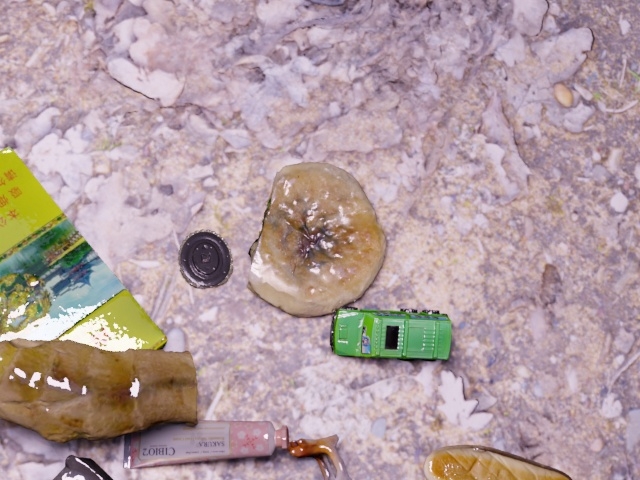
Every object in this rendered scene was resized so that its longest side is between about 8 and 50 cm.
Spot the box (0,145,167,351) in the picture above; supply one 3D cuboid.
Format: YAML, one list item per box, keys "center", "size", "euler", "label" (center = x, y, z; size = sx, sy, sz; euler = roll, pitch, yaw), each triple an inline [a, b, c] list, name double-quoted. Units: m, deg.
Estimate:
- center: [-0.372, 0.059, 1.387]
  size: [0.187, 0.047, 0.335]
  euler: [-38, 84, -21]
  label: "box"

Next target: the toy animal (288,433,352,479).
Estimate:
- center: [0.068, 0.362, 1.345]
  size: [0.284, 0.225, 0.302]
  euler: [-8, 61, -34]
  label: "toy animal"

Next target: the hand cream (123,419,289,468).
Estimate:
- center: [-0.145, 0.249, 1.361]
  size: [0.210, 0.043, 0.067]
  euler: [-3, 74, 5]
  label: "hand cream"

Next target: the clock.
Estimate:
- center: [-0.155, 0.024, 1.464]
  size: [0.074, 0.010, 0.083]
  euler: [-5, 73, -14]
  label: "clock"

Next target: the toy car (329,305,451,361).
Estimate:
- center: [0.096, 0.126, 1.447]
  size: [0.165, 0.062, 0.071]
  euler: [4, 92, -12]
  label: "toy car"

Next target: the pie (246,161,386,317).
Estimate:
- center: [-0.001, 0.001, 1.485]
  size: [0.185, 0.052, 0.218]
  euler: [16, 71, -13]
  label: "pie"

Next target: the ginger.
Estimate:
- center: [-0.269, 0.180, 1.294]
  size: [0.263, 0.109, 0.116]
  euler: [6, 29, -22]
  label: "ginger"

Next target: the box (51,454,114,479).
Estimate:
- center: [-0.238, 0.385, 1.153]
  size: [0.251, 0.345, 0.204]
  euler: [43, 74, 3]
  label: "box"

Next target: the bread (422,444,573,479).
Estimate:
- center: [0.233, 0.313, 1.432]
  size: [0.214, 0.053, 0.073]
  euler: [14, 74, -10]
  label: "bread"
